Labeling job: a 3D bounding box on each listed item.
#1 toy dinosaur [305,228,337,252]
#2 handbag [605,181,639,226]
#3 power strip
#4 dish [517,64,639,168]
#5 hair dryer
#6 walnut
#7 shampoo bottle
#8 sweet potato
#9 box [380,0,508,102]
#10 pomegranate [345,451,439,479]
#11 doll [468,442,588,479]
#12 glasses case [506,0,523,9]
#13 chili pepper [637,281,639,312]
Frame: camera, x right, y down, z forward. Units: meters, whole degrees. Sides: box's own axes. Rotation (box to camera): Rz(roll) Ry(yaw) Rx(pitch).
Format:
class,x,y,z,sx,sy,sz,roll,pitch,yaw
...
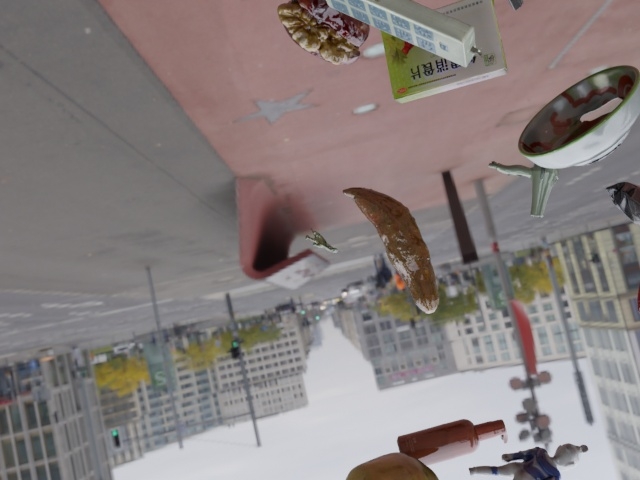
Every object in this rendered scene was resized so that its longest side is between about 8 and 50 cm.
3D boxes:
class,x,y,z,sx,sy,sz,roll,pitch,yaw
toy dinosaur,0.000,0.000,1.579,0.060,0.029,0.119,29,-176,-24
handbag,0.680,-0.024,1.289,0.254,0.089,0.211,23,-165,-9
power strip,0.154,-0.439,1.366,0.367,0.043,0.106,31,177,20
dish,0.655,-0.275,1.703,0.324,0.124,0.324,-38,-163,14
hair dryer,0.680,-0.178,2.293,0.224,0.219,0.088,-11,168,23
walnut,0.015,-0.606,1.942,0.222,0.269,0.244,-44,-162,41
shampoo bottle,0.297,0.452,1.566,0.244,0.085,0.085,-15,174,6
sweet potato,0.185,-0.002,1.589,0.106,0.355,0.095,-35,165,8
box,0.278,-0.432,1.578,0.260,0.175,0.062,-12,177,22
pomegranate,0.146,0.534,1.375,0.233,0.233,0.233,-13,174,-1
doll,0.404,0.440,1.316,0.227,0.057,0.114,-22,-150,4
glasses case,0.408,-0.603,1.567,0.042,0.072,0.190,-28,147,21
chili pepper,0.728,0.079,1.536,0.027,0.178,0.045,36,167,-30
